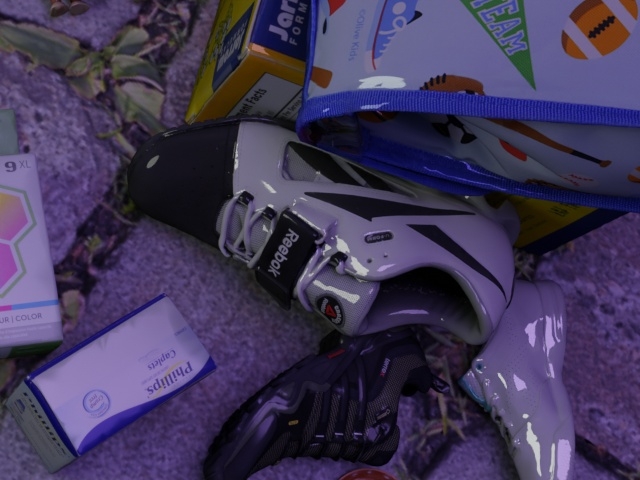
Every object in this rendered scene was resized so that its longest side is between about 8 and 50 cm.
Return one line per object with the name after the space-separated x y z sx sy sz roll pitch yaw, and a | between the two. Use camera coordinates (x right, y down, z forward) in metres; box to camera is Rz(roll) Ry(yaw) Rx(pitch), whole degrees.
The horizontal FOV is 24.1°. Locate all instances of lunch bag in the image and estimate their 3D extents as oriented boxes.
0.190 -0.197 1.079 0.385 0.239 0.328 7 75 6 | lunch bag

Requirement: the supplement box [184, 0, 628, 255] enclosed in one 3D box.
0.095 -0.150 1.272 0.356 0.194 0.195 19 71 -15 | supplement box

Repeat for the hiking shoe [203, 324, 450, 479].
0.010 0.148 1.226 0.227 0.086 0.114 -38 88 -25 | hiking shoe

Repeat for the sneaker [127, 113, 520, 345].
0.000 0.000 1.199 0.330 0.122 0.146 12 45 -2 | sneaker

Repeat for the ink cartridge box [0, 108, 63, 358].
-0.274 -0.011 1.175 0.109 0.062 0.209 -6 79 -20 | ink cartridge box

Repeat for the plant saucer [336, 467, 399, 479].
0.039 0.233 1.255 0.083 0.013 0.083 5 75 -18 | plant saucer

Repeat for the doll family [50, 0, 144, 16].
-0.167 -0.267 1.277 0.193 0.076 0.111 -14 77 -27 | doll family

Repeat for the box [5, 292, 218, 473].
-0.163 0.111 1.144 0.126 0.137 0.072 -32 88 -24 | box

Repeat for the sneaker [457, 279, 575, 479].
0.167 0.138 1.301 0.094 0.080 0.212 1 69 -8 | sneaker
